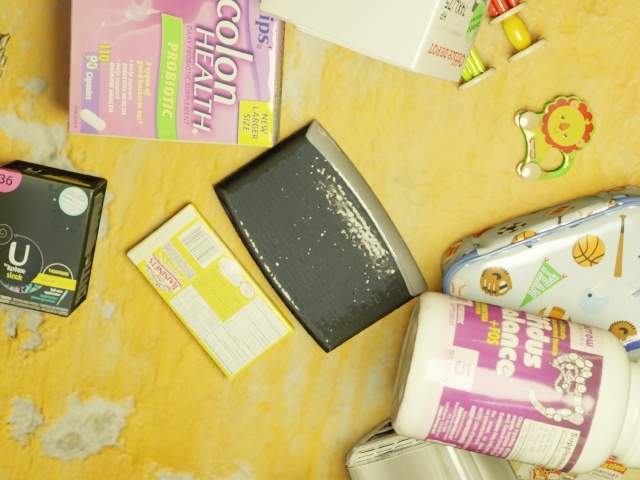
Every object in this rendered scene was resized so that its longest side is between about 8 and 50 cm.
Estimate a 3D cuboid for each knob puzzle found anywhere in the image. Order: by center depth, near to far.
[{"bbox_3d":[0.317,0.258,1.696,0.213,0.030,0.213,2,129,3],"label":"knob puzzle"}]

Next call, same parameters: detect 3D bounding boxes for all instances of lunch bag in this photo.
[{"bbox_3d":[0.309,0.079,1.664,0.303,0.115,0.243,-18,101,6],"label":"lunch bag"}]

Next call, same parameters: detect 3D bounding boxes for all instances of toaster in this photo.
[{"bbox_3d":[0.139,0.284,1.674,0.227,0.129,0.146,-22,95,36],"label":"toaster"}]

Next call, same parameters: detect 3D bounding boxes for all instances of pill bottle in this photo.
[{"bbox_3d":[0.241,0.166,1.546,0.302,0.169,0.169,12,100,-1],"label":"pill bottle"}]

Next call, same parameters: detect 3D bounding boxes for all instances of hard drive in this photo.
[{"bbox_3d":[0.000,0.000,1.690,0.172,0.054,0.254,-33,97,7],"label":"hard drive"}]

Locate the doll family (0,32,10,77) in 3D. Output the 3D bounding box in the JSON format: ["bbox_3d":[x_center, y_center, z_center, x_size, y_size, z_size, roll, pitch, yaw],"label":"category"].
[{"bbox_3d":[-0.447,-0.196,1.666,0.111,0.076,0.193,20,103,-6],"label":"doll family"}]

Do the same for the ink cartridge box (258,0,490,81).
[{"bbox_3d":[0.092,-0.337,1.532,0.197,0.198,0.270,24,101,17],"label":"ink cartridge box"}]

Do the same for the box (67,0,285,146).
[{"bbox_3d":[-0.165,-0.226,1.626,0.243,0.117,0.213,4,100,1],"label":"box"}]

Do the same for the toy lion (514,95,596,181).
[{"bbox_3d":[0.285,-0.124,1.671,0.096,0.034,0.100,-4,100,-5],"label":"toy lion"}]

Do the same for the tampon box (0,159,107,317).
[{"bbox_3d":[-0.338,-0.004,1.679,0.121,0.101,0.161,12,100,0],"label":"tampon box"}]

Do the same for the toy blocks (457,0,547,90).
[{"bbox_3d":[0.180,-0.269,1.636,0.123,0.054,0.148,-29,96,9],"label":"toy blocks"}]

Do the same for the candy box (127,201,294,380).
[{"bbox_3d":[-0.135,0.063,1.721,0.105,0.027,0.206,-37,96,10],"label":"candy box"}]
